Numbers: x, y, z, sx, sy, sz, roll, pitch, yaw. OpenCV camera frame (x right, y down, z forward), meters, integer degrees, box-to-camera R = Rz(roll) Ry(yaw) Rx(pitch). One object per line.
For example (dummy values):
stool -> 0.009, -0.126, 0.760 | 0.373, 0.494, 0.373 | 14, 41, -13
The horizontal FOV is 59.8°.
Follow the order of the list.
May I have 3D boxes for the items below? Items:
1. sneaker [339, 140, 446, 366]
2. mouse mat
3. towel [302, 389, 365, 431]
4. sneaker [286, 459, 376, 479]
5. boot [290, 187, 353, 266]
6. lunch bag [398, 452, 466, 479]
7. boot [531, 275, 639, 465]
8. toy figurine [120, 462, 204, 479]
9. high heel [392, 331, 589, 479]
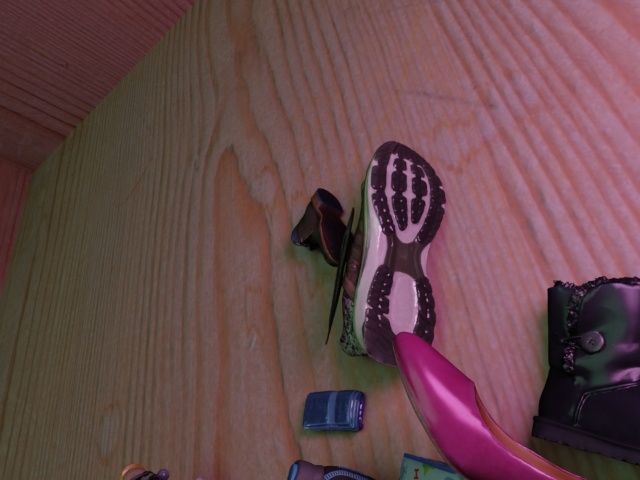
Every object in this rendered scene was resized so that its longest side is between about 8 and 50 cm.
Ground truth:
sneaker -> 0.091, 0.016, 0.944 | 0.182, 0.158, 0.410 | -30, 42, 54
mouse mat -> 0.032, 0.056, 0.903 | 0.152, 0.007, 0.189 | -69, -12, -61
towel -> 0.021, 0.286, 0.934 | 0.120, 0.029, 0.067 | -16, 57, 40
sneaker -> 0.008, 0.483, 0.760 | 0.125, 0.140, 0.340 | -108, 24, -88
boot -> 0.000, 0.000, 1.081 | 0.106, 0.082, 0.219 | -50, 27, 28
lunch bag -> 0.168, 0.352, 0.698 | 0.151, 0.096, 0.128 | -8, 63, 54
boot -> 0.360, 0.143, 0.619 | 0.247, 0.094, 0.207 | -2, 71, 51
toy figurine -> -0.282, 0.518, 0.981 | 0.148, 0.213, 0.209 | -20, 50, 57
high heel -> 0.243, 0.221, 0.598 | 0.181, 0.127, 0.377 | -39, 78, 11
